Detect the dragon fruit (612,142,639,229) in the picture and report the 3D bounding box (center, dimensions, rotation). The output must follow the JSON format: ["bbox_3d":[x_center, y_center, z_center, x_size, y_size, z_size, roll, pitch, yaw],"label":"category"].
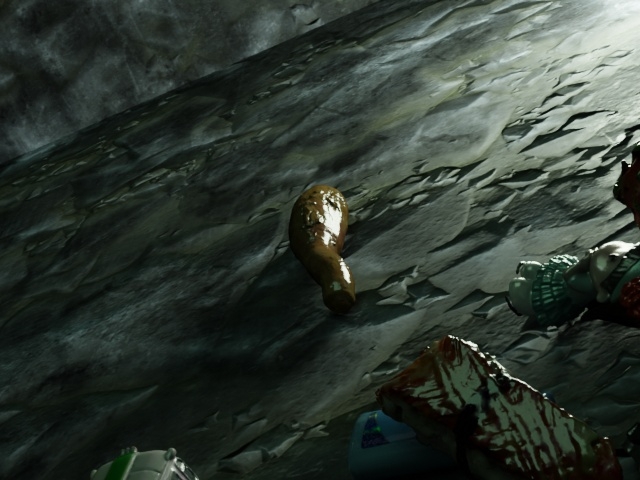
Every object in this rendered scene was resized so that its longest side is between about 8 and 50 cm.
[{"bbox_3d":[0.464,-0.060,1.763,0.137,0.236,0.135,-45,56,8],"label":"dragon fruit"}]

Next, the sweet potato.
[{"bbox_3d":[0.000,0.000,2.252,0.109,0.109,0.385,-23,24,9],"label":"sweet potato"}]

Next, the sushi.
[{"bbox_3d":[0.193,0.209,1.515,0.124,0.130,0.332,-42,51,-16],"label":"sushi"}]

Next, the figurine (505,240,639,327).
[{"bbox_3d":[0.352,0.064,1.752,0.245,0.110,0.138,-9,30,46],"label":"figurine"}]

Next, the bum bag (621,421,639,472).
[{"bbox_3d":[0.408,0.188,1.496,0.198,0.049,0.087,-38,31,-27],"label":"bum bag"}]

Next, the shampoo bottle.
[{"bbox_3d":[0.161,0.230,1.650,0.258,0.061,0.104,-15,31,25],"label":"shampoo bottle"}]

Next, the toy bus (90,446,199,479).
[{"bbox_3d":[-0.218,0.388,1.565,0.143,0.179,0.305,-17,25,20],"label":"toy bus"}]
